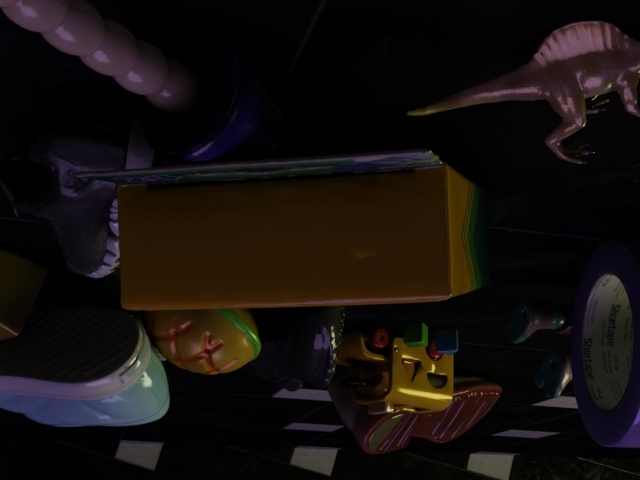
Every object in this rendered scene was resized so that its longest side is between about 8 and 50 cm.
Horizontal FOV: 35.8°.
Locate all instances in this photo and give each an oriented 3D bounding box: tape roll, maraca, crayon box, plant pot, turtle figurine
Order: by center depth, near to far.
[{"bbox_3d":[0.000,0.000,0.675,0.203,0.083,0.323,-3,178,14],"label":"crayon box"},{"bbox_3d":[0.297,0.094,0.902,0.080,0.189,0.189,3,162,-6],"label":"tape roll"},{"bbox_3d":[-0.347,0.049,1.020,0.083,0.081,0.081,36,146,-30],"label":"plant pot"},{"bbox_3d":[-0.148,0.080,1.071,0.185,0.099,0.127,30,146,-6],"label":"maraca"},{"bbox_3d":[0.330,0.105,1.073,0.234,0.118,0.175,-1,-155,-20],"label":"turtle figurine"}]

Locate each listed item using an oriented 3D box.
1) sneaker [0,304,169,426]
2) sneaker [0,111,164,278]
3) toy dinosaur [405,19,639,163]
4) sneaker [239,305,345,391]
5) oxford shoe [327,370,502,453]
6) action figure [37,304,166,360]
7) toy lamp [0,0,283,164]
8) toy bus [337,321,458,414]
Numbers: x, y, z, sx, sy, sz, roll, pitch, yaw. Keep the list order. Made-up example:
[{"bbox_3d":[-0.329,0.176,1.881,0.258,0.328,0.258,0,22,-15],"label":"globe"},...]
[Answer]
[{"bbox_3d":[-0.332,0.150,1.112,0.365,0.135,0.150,7,139,28],"label":"sneaker"},{"bbox_3d":[-0.186,-0.037,0.740,0.106,0.078,0.234,11,157,-17],"label":"sneaker"},{"bbox_3d":[0.148,-0.093,0.587,0.183,0.053,0.093,-13,143,20],"label":"toy dinosaur"},{"bbox_3d":[-0.055,0.117,1.167,0.130,0.109,0.286,15,157,-14],"label":"sneaker"},{"bbox_3d":[0.157,0.237,1.553,0.348,0.130,0.123,6,122,-48],"label":"oxford shoe"},{"bbox_3d":[-0.318,0.140,1.277,0.285,0.099,0.185,-26,143,32],"label":"action figure"},{"bbox_3d":[-0.114,-0.103,0.512,0.080,0.080,0.274,-9,160,31],"label":"toy lamp"},{"bbox_3d":[0.086,0.182,1.343,0.202,0.104,0.191,-1,162,9],"label":"toy bus"}]
